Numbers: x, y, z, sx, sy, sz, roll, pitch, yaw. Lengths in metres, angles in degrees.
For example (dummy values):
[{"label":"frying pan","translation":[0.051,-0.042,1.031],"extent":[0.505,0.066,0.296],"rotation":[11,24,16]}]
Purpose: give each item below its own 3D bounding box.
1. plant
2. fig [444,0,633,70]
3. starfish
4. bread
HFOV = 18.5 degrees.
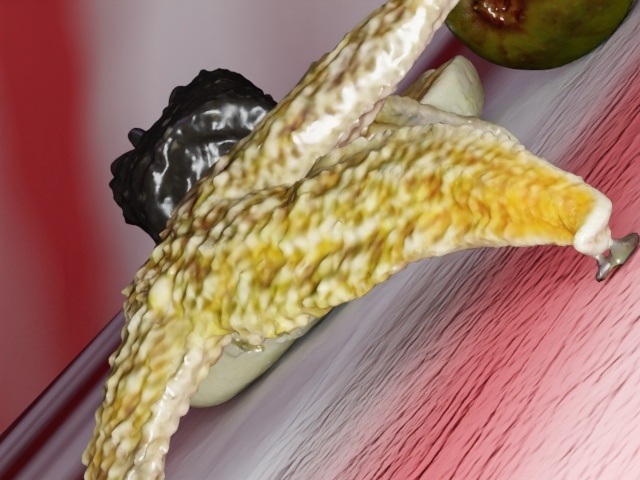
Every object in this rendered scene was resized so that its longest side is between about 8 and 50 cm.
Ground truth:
[{"label":"plant","translation":[-0.079,-0.061,1.742],"extent":[0.194,0.181,0.320],"rotation":[-47,10,-1]},{"label":"fig","translation":[0.161,-0.185,1.181],"extent":[0.236,0.124,0.124],"rotation":[-35,-4,-43]},{"label":"starfish","translation":[0.007,0.008,0.877],"extent":[0.384,0.132,0.398],"rotation":[-37,13,38]},{"label":"bread","translation":[0.000,0.000,1.293],"extent":[0.316,0.054,0.316],"rotation":[-48,5,6]}]
